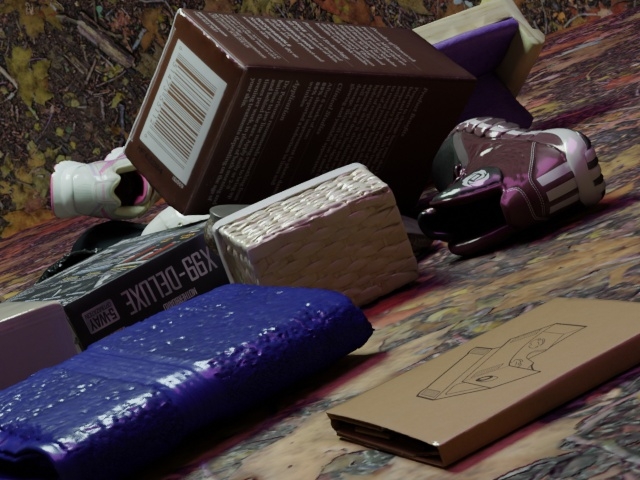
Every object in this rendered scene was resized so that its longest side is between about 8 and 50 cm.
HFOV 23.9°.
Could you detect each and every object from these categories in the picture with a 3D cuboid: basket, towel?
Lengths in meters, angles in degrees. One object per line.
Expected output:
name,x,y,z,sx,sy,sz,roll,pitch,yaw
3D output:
basket,-0.001,0.010,1.443,0.167,0.113,0.103,-24,17,-14
towel,-0.131,0.126,1.228,0.308,0.076,0.227,-26,17,-33

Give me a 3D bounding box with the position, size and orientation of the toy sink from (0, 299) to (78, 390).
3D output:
toy sink,-0.341,0.152,1.345,0.234,0.131,0.153,-20,7,-30

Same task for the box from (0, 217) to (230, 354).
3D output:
box,-0.225,0.062,1.615,0.242,0.077,0.307,-29,10,-34

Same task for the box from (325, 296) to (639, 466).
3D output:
box,0.123,0.088,0.998,0.201,0.021,0.164,-24,9,-22

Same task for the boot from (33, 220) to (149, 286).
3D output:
boot,-0.320,0.041,2.086,0.246,0.094,0.207,-5,14,42

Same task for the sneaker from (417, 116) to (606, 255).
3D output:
sneaker,0.147,-0.051,1.532,0.162,0.106,0.281,-28,11,-22

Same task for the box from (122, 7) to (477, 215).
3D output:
box,-0.016,-0.144,1.729,0.381,0.191,0.143,-1,36,-44

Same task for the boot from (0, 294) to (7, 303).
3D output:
boot,-0.459,0.129,2.038,0.106,0.082,0.219,-48,23,-20

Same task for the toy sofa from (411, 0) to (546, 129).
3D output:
toy sofa,0.123,-0.192,2.016,0.362,0.177,0.150,-22,-22,-20

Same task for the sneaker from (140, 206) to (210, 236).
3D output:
sneaker,-0.114,-0.017,1.923,0.290,0.106,0.123,-17,7,17

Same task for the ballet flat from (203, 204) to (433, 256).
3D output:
ballet flat,0.000,0.000,1.538,0.249,0.058,0.084,1,16,-25

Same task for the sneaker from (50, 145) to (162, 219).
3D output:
sneaker,-0.275,-0.075,2.180,0.111,0.103,0.252,6,15,27
